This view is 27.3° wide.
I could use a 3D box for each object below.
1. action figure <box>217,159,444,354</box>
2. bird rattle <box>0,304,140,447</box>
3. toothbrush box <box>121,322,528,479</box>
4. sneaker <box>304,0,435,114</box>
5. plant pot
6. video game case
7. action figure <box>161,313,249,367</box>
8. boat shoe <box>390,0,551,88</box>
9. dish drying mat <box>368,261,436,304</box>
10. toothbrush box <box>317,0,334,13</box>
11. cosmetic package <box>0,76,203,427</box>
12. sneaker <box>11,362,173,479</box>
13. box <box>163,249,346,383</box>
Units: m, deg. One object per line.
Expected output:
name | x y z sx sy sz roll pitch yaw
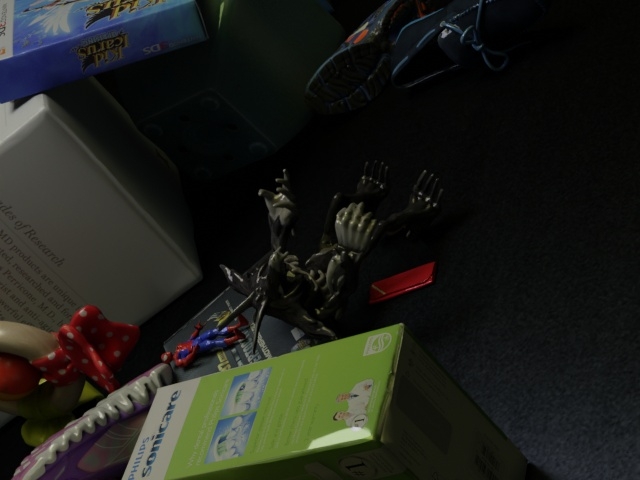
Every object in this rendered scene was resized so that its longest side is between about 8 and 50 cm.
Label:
action figure | 0.000 0.000 1.396 0.164 0.141 0.275 25 45 32
bird rattle | -0.341 0.164 1.573 0.253 0.206 0.143 124 160 -56
toothbrush box | 0.003 0.205 1.143 0.283 0.206 0.122 -20 37 34
sneaker | 0.064 -0.251 1.796 0.221 0.083 0.087 -42 16 -10
plant pot | -0.140 -0.231 1.848 0.247 0.247 0.252 -20 45 33
video game case | -0.290 -0.287 1.682 0.269 0.061 0.244 -18 33 -1
action figure | -0.134 0.114 1.477 0.115 0.030 0.038 -28 38 29
boat shoe | 0.187 -0.245 1.632 0.258 0.109 0.089 -28 37 54
dish drying mat | 0.089 0.046 1.440 0.083 0.008 0.032 -22 35 31
toothbrush box | -0.164 -0.370 2.057 0.295 0.216 0.126 -34 31 12
cosmetic package | -0.422 -0.019 1.803 0.393 0.327 0.329 -36 30 8
sneaker | -0.227 0.229 1.431 0.095 0.105 0.236 -29 4 46
box | -0.070 0.127 1.472 0.183 0.059 0.233 -41 31 4
